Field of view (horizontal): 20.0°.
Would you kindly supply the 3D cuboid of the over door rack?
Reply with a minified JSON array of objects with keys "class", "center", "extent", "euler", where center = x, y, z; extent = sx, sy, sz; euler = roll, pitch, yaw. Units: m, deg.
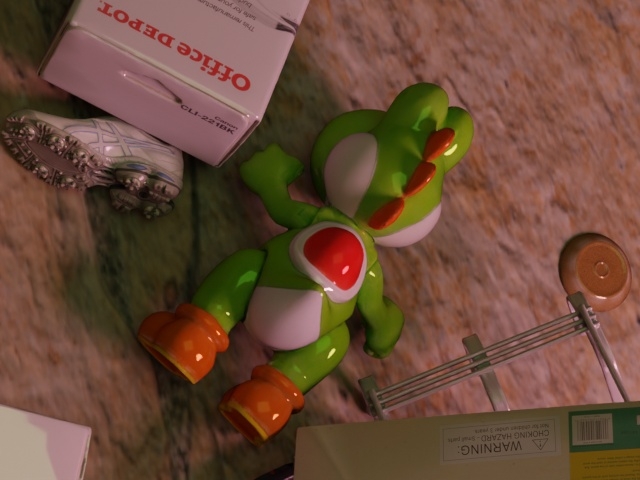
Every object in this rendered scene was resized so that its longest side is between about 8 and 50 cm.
[{"class":"over door rack","center":[0.193,0.222,1.639],"extent":[0.239,0.108,0.324],"euler":[-22,50,-1]}]

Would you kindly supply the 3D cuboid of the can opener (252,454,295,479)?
[{"class":"can opener","center":[-0.034,0.232,1.667],"extent":[0.186,0.073,0.059],"euler":[-18,90,-14]}]

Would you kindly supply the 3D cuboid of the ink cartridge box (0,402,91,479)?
[{"class":"ink cartridge box","center":[-0.304,0.226,1.470],"extent":[0.171,0.232,0.168],"euler":[16,71,-16]}]

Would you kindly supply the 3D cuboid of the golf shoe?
[{"class":"golf shoe","center":[-0.209,-0.088,1.696],"extent":[0.176,0.069,0.086],"euler":[25,48,-15]}]

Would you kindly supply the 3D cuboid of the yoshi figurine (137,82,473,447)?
[{"class":"yoshi figurine","center":[0.000,0.006,1.708],"extent":[0.203,0.203,0.362],"euler":[33,77,34]}]

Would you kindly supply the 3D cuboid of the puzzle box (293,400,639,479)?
[{"class":"puzzle box","center":[0.174,0.266,1.506],"extent":[0.409,0.052,0.272],"euler":[-5,51,12]}]

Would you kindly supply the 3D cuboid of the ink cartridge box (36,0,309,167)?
[{"class":"ink cartridge box","center":[-0.120,-0.235,1.710],"extent":[0.197,0.114,0.273],"euler":[27,58,-11]}]

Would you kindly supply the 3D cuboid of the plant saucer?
[{"class":"plant saucer","center":[0.285,0.031,1.862],"extent":[0.083,0.015,0.083],"euler":[6,73,-19]}]
